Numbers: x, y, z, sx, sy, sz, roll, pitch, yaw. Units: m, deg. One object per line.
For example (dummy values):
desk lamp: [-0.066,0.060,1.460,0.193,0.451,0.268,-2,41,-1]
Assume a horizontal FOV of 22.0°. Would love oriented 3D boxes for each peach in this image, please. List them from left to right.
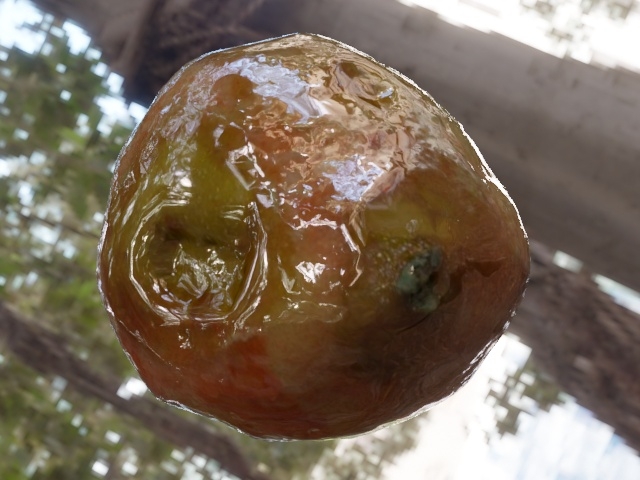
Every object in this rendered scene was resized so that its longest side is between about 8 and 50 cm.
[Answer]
peach: [0.000,0.000,0.845,0.214,0.235,0.214,-6,-79,-31]
